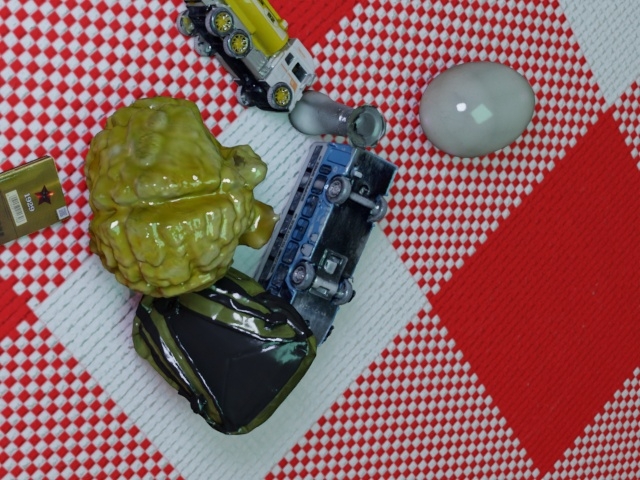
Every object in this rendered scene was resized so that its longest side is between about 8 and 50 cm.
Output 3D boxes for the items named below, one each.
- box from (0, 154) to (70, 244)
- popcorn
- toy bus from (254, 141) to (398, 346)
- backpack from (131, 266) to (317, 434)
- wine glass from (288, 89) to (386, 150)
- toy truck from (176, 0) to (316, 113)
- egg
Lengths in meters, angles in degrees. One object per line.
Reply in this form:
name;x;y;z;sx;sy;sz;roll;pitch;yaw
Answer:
box;-0.404;-0.048;1.675;0.133;0.023;0.090;-26;118;-27
popcorn;-0.195;-0.057;1.675;0.258;0.270;0.224;-50;170;-26
toy bus;0.000;0.000;1.907;0.106;0.131;0.297;24;88;-38
backpack;-0.145;0.140;1.784;0.253;0.140;0.207;38;96;3
wine glass;0.022;-0.176;1.856;0.072;0.155;0.072;-11;109;-33
toy truck;-0.100;-0.285;1.776;0.114;0.098;0.227;-53;124;-19
egg;0.252;-0.209;2.012;0.209;0.151;0.151;-13;110;-33
